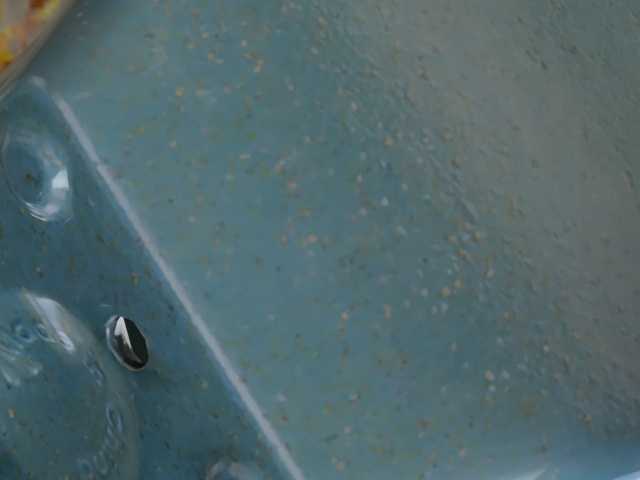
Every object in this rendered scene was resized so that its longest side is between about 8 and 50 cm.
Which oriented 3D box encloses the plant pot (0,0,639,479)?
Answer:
[{"bbox_3d":[0.000,0.000,0.563,0.252,0.247,0.248,-29,175,-44],"label":"plant pot"}]
